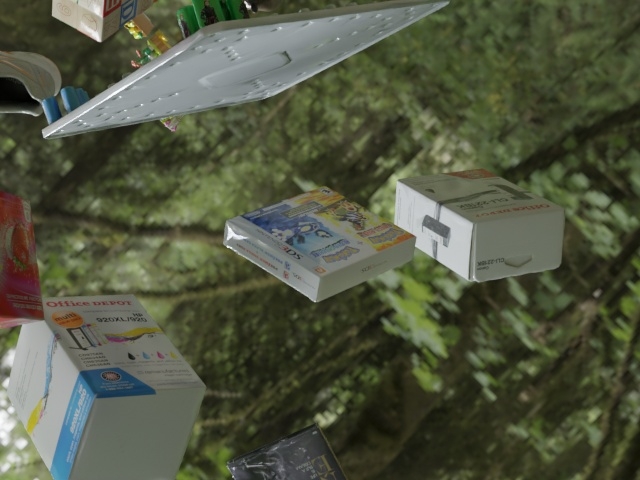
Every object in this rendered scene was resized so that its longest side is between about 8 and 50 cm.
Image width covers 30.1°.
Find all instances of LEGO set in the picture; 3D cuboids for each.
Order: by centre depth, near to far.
[{"bbox_3d":[-0.269,-0.275,2.040,0.132,0.107,0.287,48,-178,27],"label":"LEGO set"}]

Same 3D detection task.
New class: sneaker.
[{"bbox_3d":[-0.544,-0.260,1.869,0.262,0.099,0.121,9,-150,-10],"label":"sneaker"}]

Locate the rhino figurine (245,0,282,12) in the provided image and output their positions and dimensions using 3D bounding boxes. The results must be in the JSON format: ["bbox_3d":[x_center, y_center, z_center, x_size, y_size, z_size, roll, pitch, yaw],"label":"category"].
[{"bbox_3d":[-0.096,-0.489,2.230,0.073,0.243,0.106,5,124,43],"label":"rhino figurine"}]

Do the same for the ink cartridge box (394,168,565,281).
[{"bbox_3d":[0.284,-0.033,2.151,0.197,0.114,0.273,-8,-157,-24],"label":"ink cartridge box"}]

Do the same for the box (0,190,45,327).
[{"bbox_3d":[-0.413,0.020,1.194,0.300,0.154,0.142,32,-131,-79],"label":"box"}]

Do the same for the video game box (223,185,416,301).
[{"bbox_3d":[0.000,0.000,1.671,0.187,0.048,0.205,32,-143,32],"label":"video game box"}]

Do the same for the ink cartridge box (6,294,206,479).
[{"bbox_3d":[-0.299,0.203,1.626,0.171,0.168,0.232,1,-151,-38],"label":"ink cartridge box"}]

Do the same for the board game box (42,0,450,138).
[{"bbox_3d":[-0.100,-0.232,1.478,0.390,0.390,0.050,-17,-92,-42],"label":"board game box"}]

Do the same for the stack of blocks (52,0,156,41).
[{"bbox_3d":[-0.268,-0.439,1.597,0.087,0.171,0.297,29,137,12],"label":"stack of blocks"}]

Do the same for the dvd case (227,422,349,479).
[{"bbox_3d":[-0.033,0.420,1.963,0.018,0.164,0.221,-102,-14,-66],"label":"dvd case"}]
